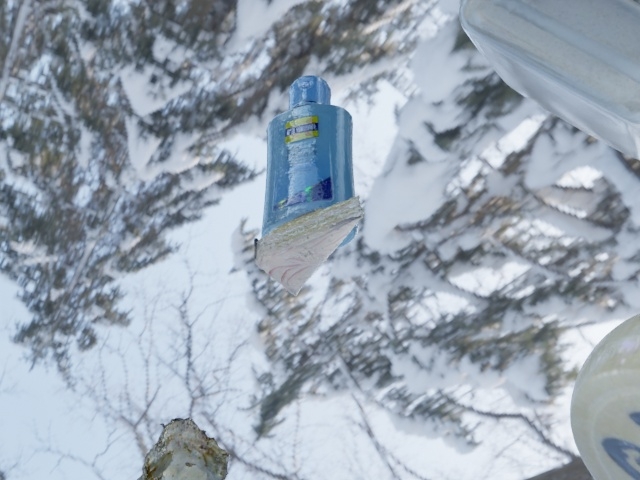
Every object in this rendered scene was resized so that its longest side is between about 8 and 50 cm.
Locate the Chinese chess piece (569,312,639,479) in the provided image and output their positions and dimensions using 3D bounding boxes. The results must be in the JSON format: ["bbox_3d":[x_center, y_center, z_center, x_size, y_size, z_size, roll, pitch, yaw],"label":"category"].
[{"bbox_3d":[0.352,0.176,0.957,0.257,0.257,0.104,48,-122,3],"label":"Chinese chess piece"}]

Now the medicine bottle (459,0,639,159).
[{"bbox_3d":[0.303,-0.203,1.217,0.282,0.375,0.123,35,-83,17],"label":"medicine bottle"}]

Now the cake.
[{"bbox_3d":[0.000,0.000,1.052,0.065,0.121,0.052,52,-156,-25],"label":"cake"}]

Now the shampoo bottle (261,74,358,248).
[{"bbox_3d":[-0.013,-0.093,1.197,0.103,0.061,0.258,-10,-137,8],"label":"shampoo bottle"}]

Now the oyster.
[{"bbox_3d":[-0.173,0.291,1.245,0.105,0.056,0.177,42,-133,-29],"label":"oyster"}]
